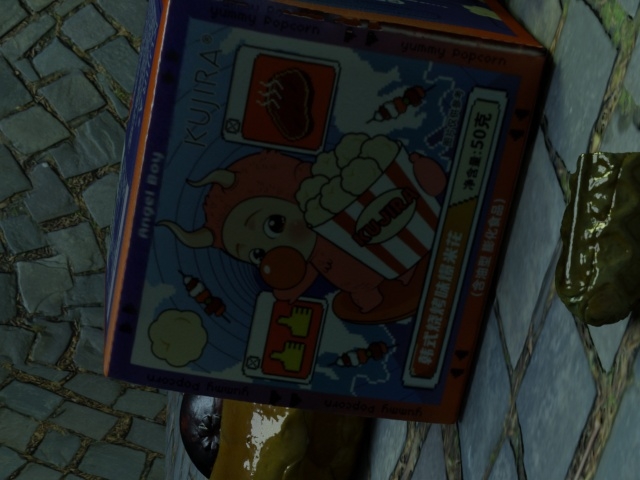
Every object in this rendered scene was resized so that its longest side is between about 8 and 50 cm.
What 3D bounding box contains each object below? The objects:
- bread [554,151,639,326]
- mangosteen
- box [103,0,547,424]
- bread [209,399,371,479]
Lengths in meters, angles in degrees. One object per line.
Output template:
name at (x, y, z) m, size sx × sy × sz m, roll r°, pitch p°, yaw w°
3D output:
bread at (0.181, 0.000, 1.068) m, size 0.066 × 0.060 × 0.110 m, roll 4°, pitch 85°, yaw 51°
mangosteen at (-0.094, 0.232, 2.235) m, size 0.200 × 0.199 × 0.200 m, roll -171°, pitch 90°, yaw -81°
box at (-0.012, -0.057, 1.480) m, size 0.257 × 0.318 × 0.349 m, roll -105°, pitch 26°, yaw -69°
bread at (-0.046, 0.262, 1.874) m, size 0.195 × 0.148 × 0.344 m, roll -131°, pitch 50°, yaw -70°
